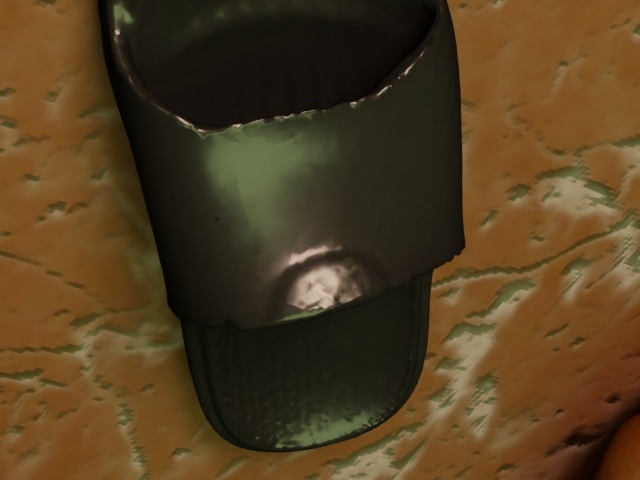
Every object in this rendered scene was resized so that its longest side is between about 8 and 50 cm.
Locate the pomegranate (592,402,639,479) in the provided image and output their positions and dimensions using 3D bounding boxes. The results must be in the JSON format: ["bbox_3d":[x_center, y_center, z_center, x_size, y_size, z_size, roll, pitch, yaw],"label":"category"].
[{"bbox_3d":[0.193,0.134,0.712,0.191,0.191,0.191,-12,133,-13],"label":"pomegranate"}]

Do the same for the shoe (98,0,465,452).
[{"bbox_3d":[0.000,0.000,0.579,0.108,0.093,0.241,-14,135,-9],"label":"shoe"}]
